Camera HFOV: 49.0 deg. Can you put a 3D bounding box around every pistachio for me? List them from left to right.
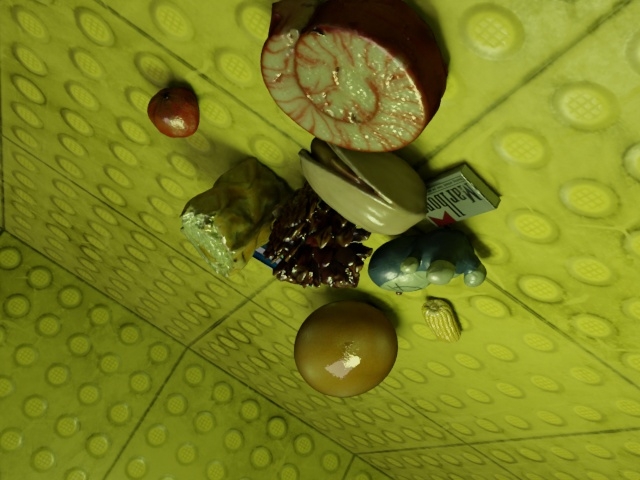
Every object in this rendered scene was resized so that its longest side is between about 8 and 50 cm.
[{"bbox_3d":[0.086,-0.118,1.429,0.288,0.166,0.197,31,-167,-3],"label":"pistachio"}]

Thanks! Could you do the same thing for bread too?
[{"bbox_3d":[-0.204,-0.061,1.748,0.238,0.252,0.196,49,152,-23],"label":"bread"},{"bbox_3d":[0.060,-0.290,1.241,0.328,0.114,0.295,8,145,33],"label":"bread"}]

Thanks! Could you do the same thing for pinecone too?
[{"bbox_3d":[0.006,-0.008,1.632,0.264,0.264,0.264,23,152,13],"label":"pinecone"}]

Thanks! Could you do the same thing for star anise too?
[{"bbox_3d":[-0.005,0.053,1.798,0.220,0.190,0.126,-6,143,-28],"label":"star anise"}]

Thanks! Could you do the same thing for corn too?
[{"bbox_3d":[0.329,0.221,1.894,0.085,0.063,0.165,-14,136,22],"label":"corn"}]

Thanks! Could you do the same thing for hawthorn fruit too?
[{"bbox_3d":[-0.333,-0.293,1.619,0.128,0.128,0.128,23,152,13],"label":"hawthorn fruit"}]

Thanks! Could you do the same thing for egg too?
[{"bbox_3d":[0.073,0.315,2.055,0.282,0.282,0.351,39,150,-17],"label":"egg"}]

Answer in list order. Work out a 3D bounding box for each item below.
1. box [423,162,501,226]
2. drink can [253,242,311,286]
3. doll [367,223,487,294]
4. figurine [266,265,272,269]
[{"bbox_3d":[0.271,-0.091,1.455,0.115,0.036,0.177,41,150,-19],"label":"box"},{"bbox_3d":[-0.086,0.038,1.928,0.205,0.118,0.118,30,153,-1],"label":"drink can"},{"bbox_3d":[0.227,0.055,1.600,0.228,0.154,0.258,0,163,-43],"label":"doll"},{"bbox_3d":[-0.133,0.034,2.028,0.114,0.079,0.114,38,137,46],"label":"figurine"}]
